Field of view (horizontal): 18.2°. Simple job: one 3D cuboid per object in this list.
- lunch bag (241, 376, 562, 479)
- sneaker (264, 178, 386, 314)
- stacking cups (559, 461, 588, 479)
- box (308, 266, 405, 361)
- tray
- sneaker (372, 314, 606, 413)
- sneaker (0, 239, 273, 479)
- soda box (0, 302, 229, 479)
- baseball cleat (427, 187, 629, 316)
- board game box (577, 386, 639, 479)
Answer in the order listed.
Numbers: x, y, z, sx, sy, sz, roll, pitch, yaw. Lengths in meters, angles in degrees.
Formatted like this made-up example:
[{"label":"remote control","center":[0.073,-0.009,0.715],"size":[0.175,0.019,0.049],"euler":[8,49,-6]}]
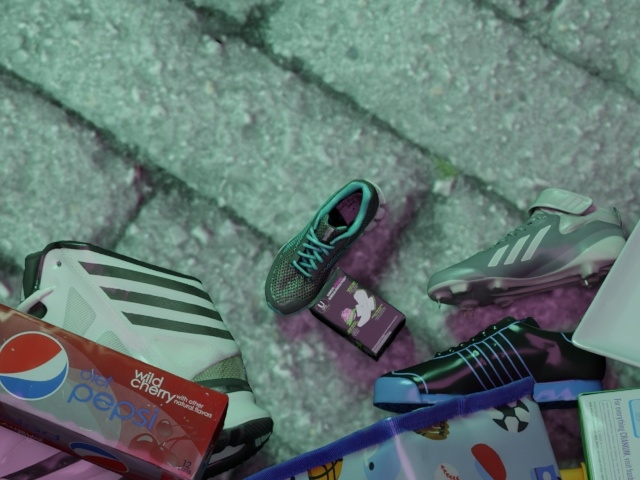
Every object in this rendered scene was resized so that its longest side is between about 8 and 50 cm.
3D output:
[{"label":"lunch bag","center":[0.065,0.335,1.810],"size":[0.239,0.385,0.328],"euler":[-8,75,-43]},{"label":"sneaker","center":[0.000,0.000,1.987],"size":[0.065,0.076,0.166],"euler":[35,82,9]},{"label":"stacking cups","center":[0.290,0.245,1.932],"size":[0.316,0.096,0.096],"euler":[-3,79,5]},{"label":"box","center":[0.037,0.074,1.979],"size":[0.083,0.062,0.052],"euler":[36,84,7]},{"label":"tray","center":[0.365,0.031,1.941],"size":[0.145,0.030,0.270],"euler":[19,56,25]},{"label":"sneaker","center":[0.164,0.122,1.962],"size":[0.232,0.081,0.090],"euler":[-2,76,-6]},{"label":"sneaker","center":[-0.295,0.158,1.944],"size":[0.447,0.169,0.257],"euler":[-20,70,-10]},{"label":"soda box","center":[-0.220,0.143,1.821],"size":[0.263,0.083,0.092],"euler":[23,67,2]},{"label":"baseball cleat","center":[0.202,0.009,1.993],"size":[0.206,0.072,0.109],"euler":[-8,65,-4]},{"label":"board game box","center":[0.407,0.236,1.821],"size":[0.316,0.064,0.242],"euler":[-7,51,5]}]
